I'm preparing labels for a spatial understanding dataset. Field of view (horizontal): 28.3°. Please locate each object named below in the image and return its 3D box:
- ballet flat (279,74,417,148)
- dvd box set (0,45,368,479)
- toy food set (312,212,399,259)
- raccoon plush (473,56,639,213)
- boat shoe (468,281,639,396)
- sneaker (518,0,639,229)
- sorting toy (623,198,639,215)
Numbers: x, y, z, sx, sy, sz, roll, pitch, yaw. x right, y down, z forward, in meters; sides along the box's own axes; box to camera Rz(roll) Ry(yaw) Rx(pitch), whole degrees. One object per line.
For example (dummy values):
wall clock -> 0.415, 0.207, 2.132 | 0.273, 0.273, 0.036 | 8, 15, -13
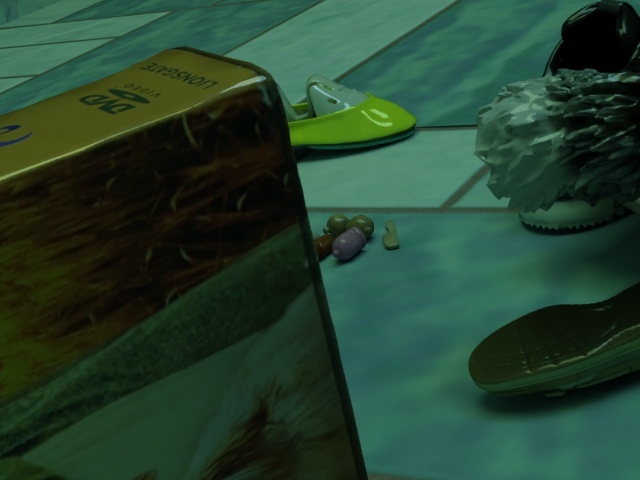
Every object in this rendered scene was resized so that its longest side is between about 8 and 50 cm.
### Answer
ballet flat -> -0.022, -0.125, 1.273 | 0.231, 0.077, 0.077 | -7, 21, 15
dvd box set -> -0.164, 0.161, 0.313 | 0.420, 0.307, 0.062 | -24, 25, -28
toy food set -> 0.000, 0.000, 1.021 | 0.122, 0.019, 0.078 | -12, 21, 3
raccoon plush -> 0.300, -0.120, 0.594 | 0.447, 0.299, 0.216 | -12, 51, 0
boat shoe -> 0.163, 0.063, 0.741 | 0.153, 0.048, 0.056 | -21, 34, -1
sneaker -> 0.257, -0.129, 1.014 | 0.102, 0.146, 0.293 | 7, 30, 45
sorting toy -> 0.278, -0.047, 0.876 | 0.208, 0.038, 0.193 | -26, 49, -37
